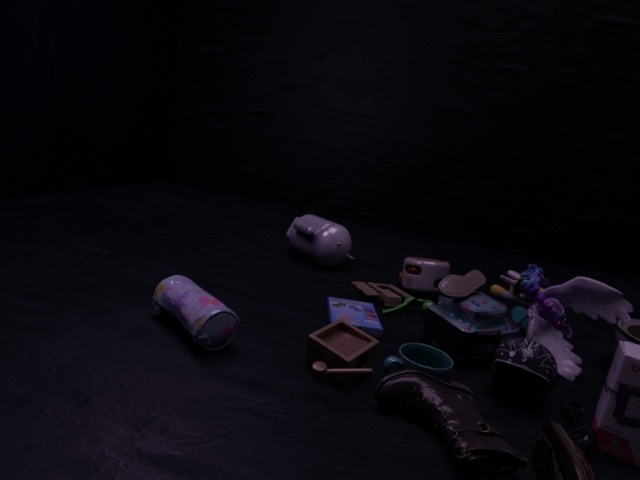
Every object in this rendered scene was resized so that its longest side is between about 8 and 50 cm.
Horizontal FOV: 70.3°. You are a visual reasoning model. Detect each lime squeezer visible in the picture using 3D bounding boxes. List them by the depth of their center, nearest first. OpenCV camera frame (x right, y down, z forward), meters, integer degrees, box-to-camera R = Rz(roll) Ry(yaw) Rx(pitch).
[{"bbox_3d":[0.367,0.246,1.630,0.311,0.058,0.110,10,12,-7],"label":"lime squeezer"}]

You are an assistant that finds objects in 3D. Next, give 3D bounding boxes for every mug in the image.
[{"bbox_3d":[0.233,0.319,1.104,0.158,0.097,0.129,13,13,13],"label":"mug"}]

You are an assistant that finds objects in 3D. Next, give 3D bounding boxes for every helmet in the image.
[{"bbox_3d":[0.515,0.327,1.153,0.170,0.161,0.169,10,13,-2],"label":"helmet"}]

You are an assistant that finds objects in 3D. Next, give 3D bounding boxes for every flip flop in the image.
[{"bbox_3d":[0.453,0.428,0.832,0.080,0.112,0.277,29,12,14],"label":"flip flop"}]

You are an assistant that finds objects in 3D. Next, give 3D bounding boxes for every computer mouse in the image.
[{"bbox_3d":[0.592,0.430,1.043,0.041,0.071,0.242,58,24,12],"label":"computer mouse"}]

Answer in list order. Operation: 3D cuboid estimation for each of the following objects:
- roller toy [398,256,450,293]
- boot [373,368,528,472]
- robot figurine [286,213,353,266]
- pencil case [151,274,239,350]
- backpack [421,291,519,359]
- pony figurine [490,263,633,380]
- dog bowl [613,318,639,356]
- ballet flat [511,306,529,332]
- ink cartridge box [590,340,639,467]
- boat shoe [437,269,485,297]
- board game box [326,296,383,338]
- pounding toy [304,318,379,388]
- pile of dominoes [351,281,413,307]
[{"bbox_3d":[0.436,0.151,1.899,0.210,0.146,0.191,7,3,8],"label":"roller toy"},{"bbox_3d":[0.255,0.369,0.927,0.263,0.091,0.229,8,15,-7],"label":"boot"},{"bbox_3d":[0.000,0.000,2.077,0.354,0.199,0.300,22,-7,44],"label":"robot figurine"},{"bbox_3d":[-0.334,0.184,1.195,0.124,0.113,0.273,-14,26,-42],"label":"pencil case"},{"bbox_3d":[0.468,0.260,1.391,0.254,0.190,0.225,10,11,-26],"label":"backpack"},{"bbox_3d":[0.711,0.215,1.437,0.351,0.302,0.363,36,5,16],"label":"pony figurine"},{"bbox_3d":[1.120,0.392,1.400,0.409,0.150,0.408,11,13,-2],"label":"dog bowl"},{"bbox_3d":[0.775,0.311,1.698,0.067,0.073,0.206,38,15,-4],"label":"ballet flat"},{"bbox_3d":[0.712,0.364,0.983,0.172,0.236,0.100,17,14,27],"label":"ink cartridge box"},{"bbox_3d":[0.417,0.142,1.372,0.206,0.065,0.075,-11,62,-37],"label":"boat shoe"},{"bbox_3d":[0.104,0.244,1.460,0.160,0.039,0.211,9,12,-4],"label":"board game box"},{"bbox_3d":[0.046,0.297,1.082,0.181,0.094,0.206,26,28,35],"label":"pounding toy"},{"bbox_3d":[0.234,0.209,1.779,0.196,0.040,0.251,7,5,-13],"label":"pile of dominoes"}]
